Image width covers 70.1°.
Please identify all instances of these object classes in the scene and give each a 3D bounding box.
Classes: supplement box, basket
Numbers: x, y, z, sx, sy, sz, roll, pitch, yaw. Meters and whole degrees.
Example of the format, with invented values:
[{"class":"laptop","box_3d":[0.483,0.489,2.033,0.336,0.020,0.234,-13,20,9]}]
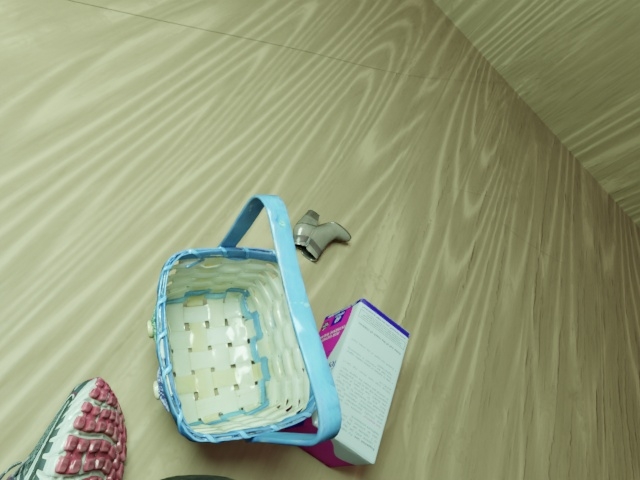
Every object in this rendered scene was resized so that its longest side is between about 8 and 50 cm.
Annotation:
[{"class":"supplement box","box_3d":[0.042,0.218,0.710,0.114,0.111,0.220,38,48,-14]},{"class":"basket","box_3d":[-0.089,0.118,0.543,0.201,0.289,0.254,1,64,-37]}]

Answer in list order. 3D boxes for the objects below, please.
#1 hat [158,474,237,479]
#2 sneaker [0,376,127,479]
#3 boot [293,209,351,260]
[{"class":"hat","box_3d":[-0.107,0.395,0.447,0.331,0.134,0.331,13,53,-18]},{"class":"sneaker","box_3d":[-0.286,0.269,0.436,0.112,0.121,0.299,1,43,9]},{"class":"boot","box_3d":[0.000,0.000,0.855,0.118,0.042,0.087,30,57,-19]}]
